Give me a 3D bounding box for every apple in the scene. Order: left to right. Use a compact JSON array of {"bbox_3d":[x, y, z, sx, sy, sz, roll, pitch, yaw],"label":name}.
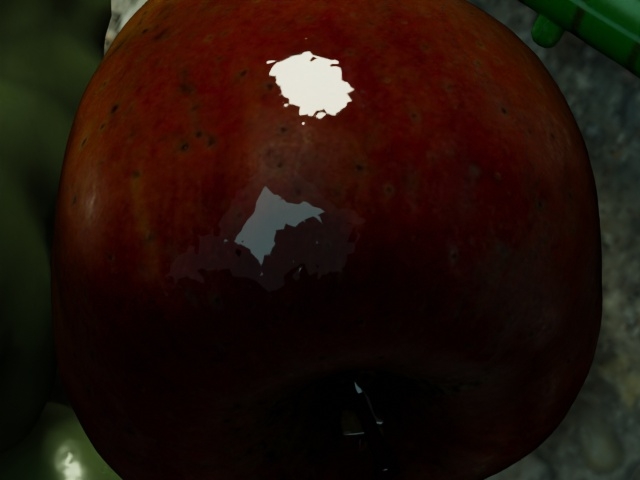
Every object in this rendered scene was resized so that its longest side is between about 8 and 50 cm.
[{"bbox_3d":[0.002,-0.001,0.774,0.234,0.234,0.234,-4,81,23],"label":"apple"}]

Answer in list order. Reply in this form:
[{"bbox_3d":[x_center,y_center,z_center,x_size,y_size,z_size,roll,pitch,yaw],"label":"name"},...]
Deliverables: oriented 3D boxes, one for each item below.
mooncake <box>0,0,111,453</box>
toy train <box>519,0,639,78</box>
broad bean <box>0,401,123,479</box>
[{"bbox_3d":[-0.219,-0.049,0.795,0.187,0.351,0.351,-5,80,23],"label":"mooncake"},{"bbox_3d":[0.125,-0.124,0.808,0.251,0.085,0.119,36,106,23],"label":"toy train"},{"bbox_3d":[-0.163,0.176,0.876,0.169,0.100,0.228,25,90,21],"label":"broad bean"}]
